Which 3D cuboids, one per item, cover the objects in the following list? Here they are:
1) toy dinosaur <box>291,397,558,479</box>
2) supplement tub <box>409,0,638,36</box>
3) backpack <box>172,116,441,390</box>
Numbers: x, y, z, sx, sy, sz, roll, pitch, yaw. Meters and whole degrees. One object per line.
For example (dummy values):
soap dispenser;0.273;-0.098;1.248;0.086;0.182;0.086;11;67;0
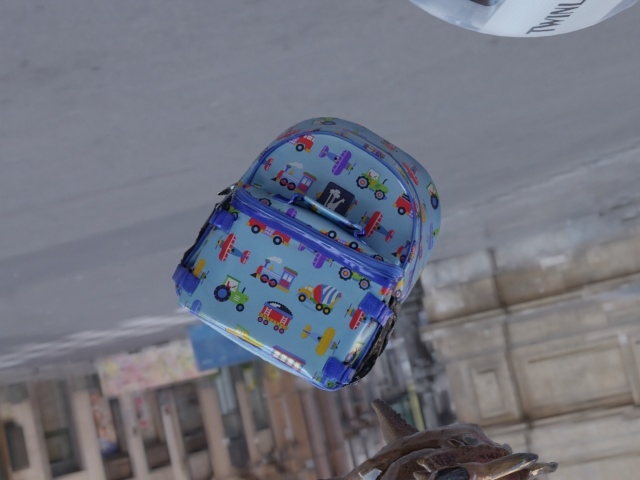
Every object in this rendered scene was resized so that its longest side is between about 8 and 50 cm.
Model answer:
toy dinosaur;0.084;0.175;0.769;0.200;0.127;0.295;-41;-174;18
supplement tub;0.117;-0.221;0.414;0.207;0.207;0.338;-11;174;-9
backpack;0.000;0.000;0.786;0.173;0.158;0.117;-57;175;1
